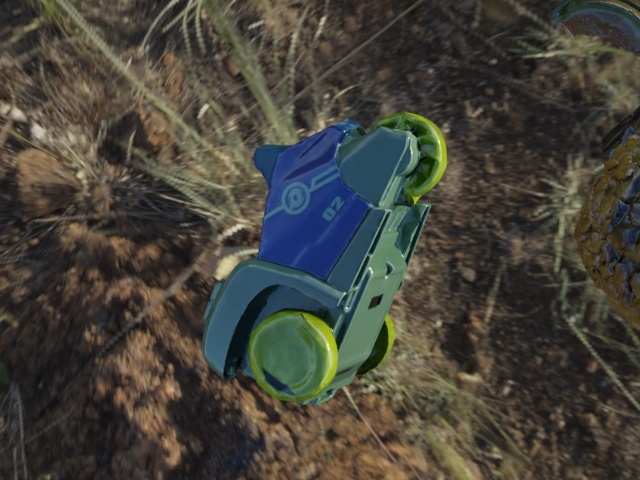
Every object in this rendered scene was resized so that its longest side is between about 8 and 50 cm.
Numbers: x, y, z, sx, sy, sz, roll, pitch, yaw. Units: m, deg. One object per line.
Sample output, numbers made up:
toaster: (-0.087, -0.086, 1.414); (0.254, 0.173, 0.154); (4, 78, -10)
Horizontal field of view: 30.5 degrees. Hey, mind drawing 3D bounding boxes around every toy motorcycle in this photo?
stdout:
toy motorcycle: (0.000, 0.000, 1.254); (0.200, 0.191, 0.326); (25, 103, 21)

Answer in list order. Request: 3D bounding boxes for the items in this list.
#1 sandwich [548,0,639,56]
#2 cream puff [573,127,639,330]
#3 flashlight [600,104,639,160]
sandwich: (0.339, -0.261, 1.390); (0.135, 0.029, 0.067); (14, 132, 8)
cream puff: (0.516, -0.032, 1.601); (0.343, 0.231, 0.327); (-28, 54, 22)
flashlight: (0.621, -0.259, 1.936); (0.103, 0.424, 0.103); (21, 45, -23)
